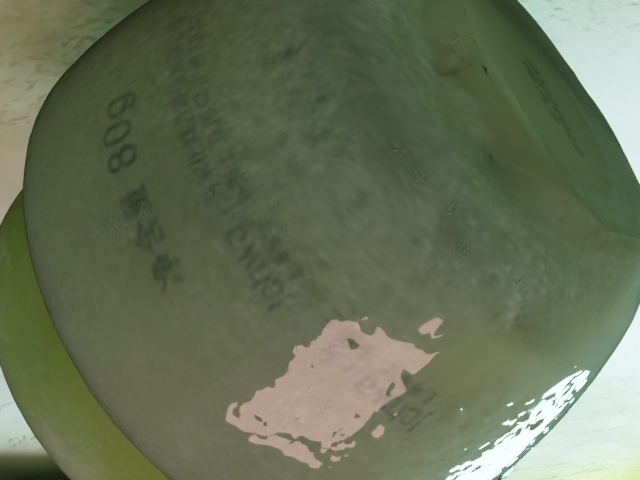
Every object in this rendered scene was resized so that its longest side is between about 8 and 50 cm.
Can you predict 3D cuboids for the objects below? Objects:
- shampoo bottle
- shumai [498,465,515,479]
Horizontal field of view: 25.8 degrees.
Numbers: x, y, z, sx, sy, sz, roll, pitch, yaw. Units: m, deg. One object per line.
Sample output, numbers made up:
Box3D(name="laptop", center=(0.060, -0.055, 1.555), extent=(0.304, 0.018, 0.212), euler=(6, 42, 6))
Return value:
Box3D(name="shampoo bottle", center=(0.000, 0.000, 0.764), extent=(0.322, 0.322, 0.317), euler=(24, 133, -35))
Box3D(name="shumai", center=(-0.005, 0.154, 1.185), extent=(0.263, 0.304, 0.309), euler=(46, 135, -7))
